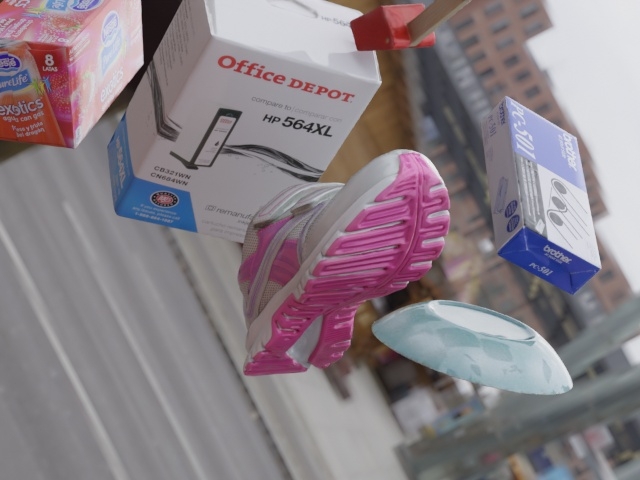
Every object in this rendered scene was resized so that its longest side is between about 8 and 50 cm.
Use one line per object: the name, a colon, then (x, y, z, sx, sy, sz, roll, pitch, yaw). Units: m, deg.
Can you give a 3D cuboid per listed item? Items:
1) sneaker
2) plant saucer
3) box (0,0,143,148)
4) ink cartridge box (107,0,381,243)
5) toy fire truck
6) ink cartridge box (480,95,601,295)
sneaker: (0.000, 0.000, 1.238, 0.252, 0.103, 0.111, -47, -127, 45)
plant saucer: (0.145, 0.091, 1.573, 0.195, 0.195, 0.037, -112, -144, -75)
box: (-0.297, -0.217, 1.932, 0.257, 0.123, 0.128, -65, 159, -59)
ink cartridge box: (-0.064, -0.100, 1.347, 0.148, 0.203, 0.086, 13, 44, -23)
toy fire truck: (0.092, -0.220, 1.232, 0.192, 0.047, 0.135, -15, -94, 49)
ink cartridge box: (0.215, -0.048, 1.670, 0.097, 0.046, 0.207, 27, 35, -22)
